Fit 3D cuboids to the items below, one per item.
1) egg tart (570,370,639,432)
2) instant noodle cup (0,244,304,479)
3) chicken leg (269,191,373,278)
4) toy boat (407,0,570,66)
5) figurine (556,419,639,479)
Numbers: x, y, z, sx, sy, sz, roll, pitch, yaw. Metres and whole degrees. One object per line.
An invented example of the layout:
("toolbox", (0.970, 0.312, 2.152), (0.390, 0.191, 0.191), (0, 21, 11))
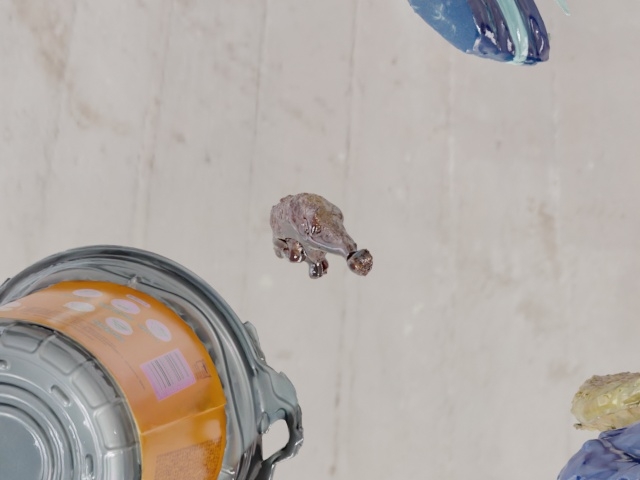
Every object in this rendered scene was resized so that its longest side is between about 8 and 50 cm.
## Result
("egg tart", (0.398, 0.160, 1.464), (0.341, 0.341, 0.129), (-6, 80, -8))
("instant noodle cup", (-0.126, 0.096, 0.758), (0.208, 0.125, 0.177), (-14, 91, 18))
("chicken leg", (-0.004, -0.006, 1.477), (0.048, 0.219, 0.089), (-35, 98, -16))
("toy boat", (0.168, -0.275, 1.314), (0.291, 0.067, 0.220), (-40, 98, -39))
("figurine", (0.170, 0.105, 0.626), (0.164, 0.262, 0.120), (20, 33, -14))
